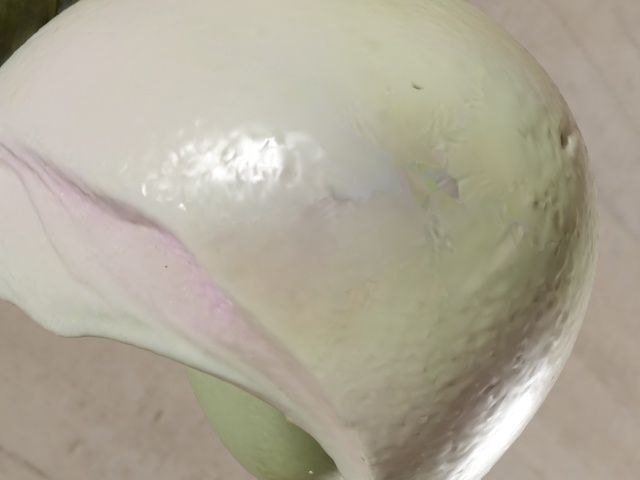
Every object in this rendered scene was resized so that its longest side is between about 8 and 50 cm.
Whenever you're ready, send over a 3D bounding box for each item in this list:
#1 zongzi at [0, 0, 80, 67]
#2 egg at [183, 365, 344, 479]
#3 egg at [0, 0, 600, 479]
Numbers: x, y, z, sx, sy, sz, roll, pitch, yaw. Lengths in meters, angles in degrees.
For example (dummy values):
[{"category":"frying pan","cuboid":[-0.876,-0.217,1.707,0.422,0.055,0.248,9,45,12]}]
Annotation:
[{"category":"zongzi","cuboid":[-0.078,-0.144,0.855,0.250,0.125,0.274,0,-75,-21]},{"category":"egg","cuboid":[0.003,0.018,1.219,0.218,0.218,0.296,15,-93,-51]},{"category":"egg","cuboid":[0.005,-0.019,0.726,0.271,0.162,0.206,33,-97,-11]}]
